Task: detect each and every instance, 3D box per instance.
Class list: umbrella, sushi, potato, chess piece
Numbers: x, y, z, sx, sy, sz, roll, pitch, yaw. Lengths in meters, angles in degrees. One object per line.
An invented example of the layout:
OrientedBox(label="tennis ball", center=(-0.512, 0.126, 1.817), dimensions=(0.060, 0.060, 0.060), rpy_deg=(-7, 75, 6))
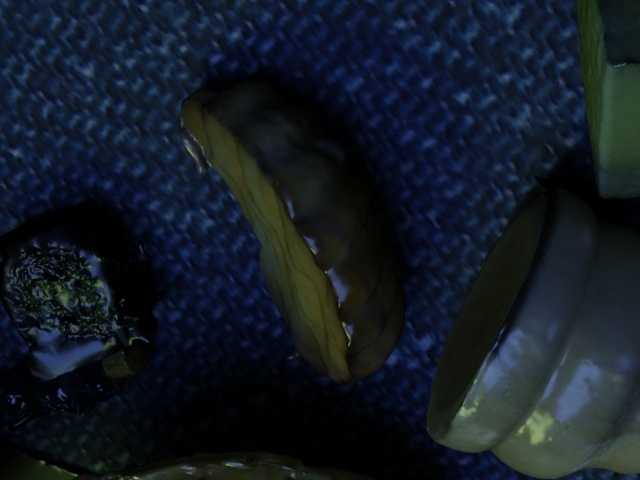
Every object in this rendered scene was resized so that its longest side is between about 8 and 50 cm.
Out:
OrientedBox(label="umbrella", center=(-0.164, 0.090, 1.007), dimensions=(0.144, 0.037, 0.040), rpy_deg=(-20, 115, 31))
OrientedBox(label="sushi", center=(-0.135, 0.024, 0.944), dimensions=(0.085, 0.056, 0.083), rpy_deg=(-17, 108, 30))
OrientedBox(label="potato", center=(0.191, -0.084, 0.760), dimensions=(0.149, 0.081, 0.120), rpy_deg=(-3, 154, 3))
OrientedBox(label="chess piece", center=(0.194, 0.085, 0.824), dimensions=(0.261, 0.142, 0.142), rpy_deg=(25, 127, -3))

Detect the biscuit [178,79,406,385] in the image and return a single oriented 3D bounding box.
OrientedBox(label="biscuit", center=(0.000, 0.000, 0.869), dimensions=(0.118, 0.061, 0.183), rpy_deg=(27, 144, 57))

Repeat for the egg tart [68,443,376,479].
OrientedBox(label="egg tart", center=(-0.062, 0.223, 0.977), dimensions=(0.315, 0.120, 0.315), rpy_deg=(-5, 124, -7))

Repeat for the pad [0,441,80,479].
OrientedBox(label="pad", center=(-0.151, 0.275, 1.148), dimensions=(0.202, 0.005, 0.299), rpy_deg=(20, 127, 5))
